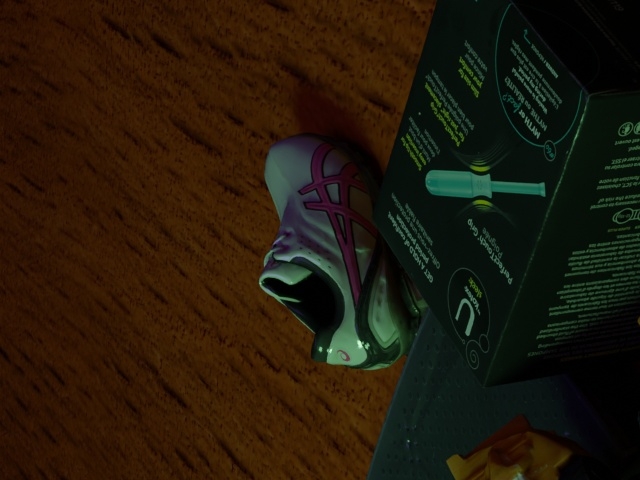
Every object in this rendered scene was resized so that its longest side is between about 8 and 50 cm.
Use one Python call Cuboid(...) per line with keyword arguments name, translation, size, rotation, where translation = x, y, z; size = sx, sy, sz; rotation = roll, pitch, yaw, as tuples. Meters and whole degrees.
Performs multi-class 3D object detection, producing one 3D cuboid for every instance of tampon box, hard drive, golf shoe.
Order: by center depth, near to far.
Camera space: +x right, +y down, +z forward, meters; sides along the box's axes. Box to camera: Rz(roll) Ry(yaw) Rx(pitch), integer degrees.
Cuboid(name="tampon box", translation=(0.107, -0.038, 0.753), size=(0.120, 0.101, 0.161), rotation=(59, 146, 40))
Cuboid(name="hard drive", translation=(0.091, 0.139, 0.884), size=(0.172, 0.054, 0.254), rotation=(58, 144, 41))
Cuboid(name="golf shoe", translation=(0.000, 0.000, 1.000), size=(0.186, 0.086, 0.067), rotation=(-122, 34, -44))

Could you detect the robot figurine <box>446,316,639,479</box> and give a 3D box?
Cuboid(name="robot figurine", translation=(0.173, 0.157, 0.636), size=(0.211, 0.085, 0.291), rotation=(-42, 52, 18))
